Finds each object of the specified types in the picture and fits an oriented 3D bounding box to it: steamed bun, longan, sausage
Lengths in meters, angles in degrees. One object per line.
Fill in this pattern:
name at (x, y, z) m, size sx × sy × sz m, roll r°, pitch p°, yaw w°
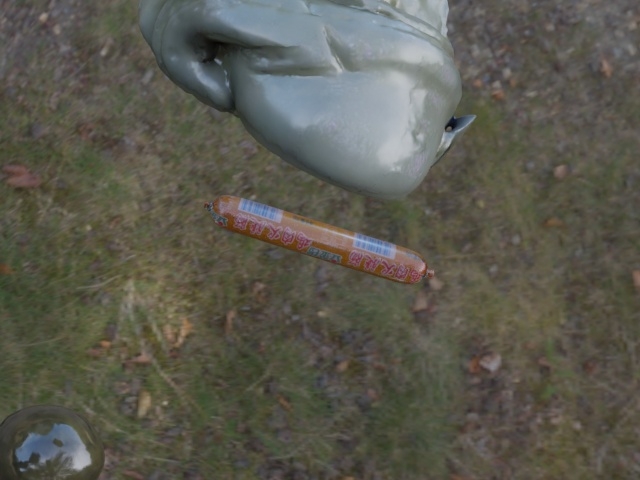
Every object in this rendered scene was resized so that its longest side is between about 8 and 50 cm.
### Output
steamed bun at (0.009, -0.136, 0.678) m, size 0.211 × 0.218 × 0.144 m, roll 33°, pitch 109°, yaw 6°
longan at (-0.263, 0.204, 1.041) m, size 0.106 × 0.119 × 0.106 m, roll 3°, pitch 84°, yaw -34°
sausage at (0.000, 0.000, 1.573) m, size 0.348 × 0.053 × 0.053 m, roll 17°, pitch 74°, yaw -6°
